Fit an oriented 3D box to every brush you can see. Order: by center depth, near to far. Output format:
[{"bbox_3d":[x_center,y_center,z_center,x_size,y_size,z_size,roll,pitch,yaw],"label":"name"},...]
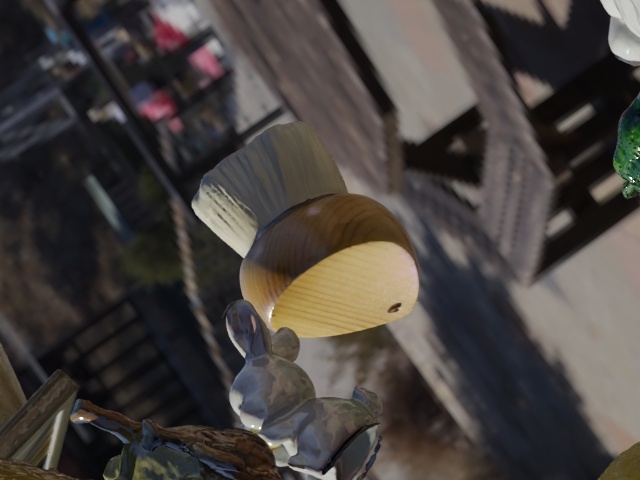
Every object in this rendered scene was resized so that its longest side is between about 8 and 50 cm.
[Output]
[{"bbox_3d":[0.000,0.000,1.851,0.266,0.174,0.166,26,-152,-57],"label":"brush"}]

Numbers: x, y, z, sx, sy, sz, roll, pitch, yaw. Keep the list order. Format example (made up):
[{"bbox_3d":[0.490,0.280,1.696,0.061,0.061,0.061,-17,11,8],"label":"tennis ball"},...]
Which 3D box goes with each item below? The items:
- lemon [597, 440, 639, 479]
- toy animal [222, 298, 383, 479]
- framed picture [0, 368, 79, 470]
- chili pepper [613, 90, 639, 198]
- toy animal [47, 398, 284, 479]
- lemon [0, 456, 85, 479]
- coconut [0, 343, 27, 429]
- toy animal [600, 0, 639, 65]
[{"bbox_3d":[0.418,0.334,1.907,0.268,0.321,0.268,177,90,-64],"label":"lemon"},{"bbox_3d":[-0.020,0.109,1.142,0.124,0.085,0.071,33,177,29],"label":"toy animal"},{"bbox_3d":[-0.248,0.206,1.067,0.018,0.265,0.192,39,155,6],"label":"framed picture"},{"bbox_3d":[0.270,-0.110,1.315,0.065,0.122,0.279,24,131,1],"label":"chili pepper"},{"bbox_3d":[-0.079,0.117,0.924,0.241,0.099,0.057,-13,70,62],"label":"toy animal"},{"bbox_3d":[-0.118,0.178,0.590,0.204,0.204,0.260,53,155,13],"label":"lemon"},{"bbox_3d":[-0.357,0.172,1.463,0.247,0.245,0.245,4,147,19],"label":"coconut"},{"bbox_3d":[0.347,-0.287,1.672,0.357,0.193,0.258,30,-131,-72],"label":"toy animal"}]
